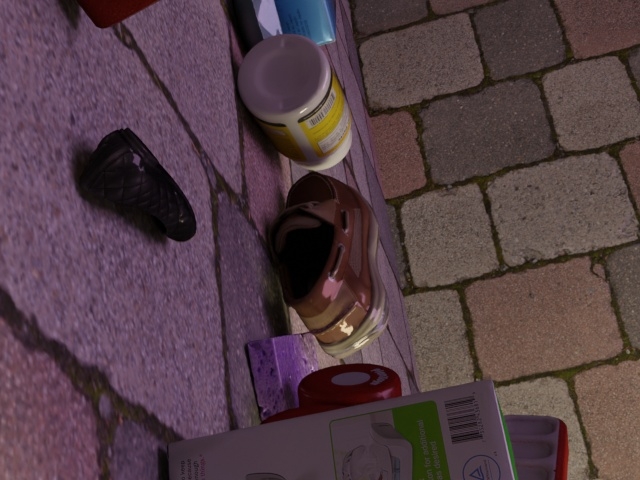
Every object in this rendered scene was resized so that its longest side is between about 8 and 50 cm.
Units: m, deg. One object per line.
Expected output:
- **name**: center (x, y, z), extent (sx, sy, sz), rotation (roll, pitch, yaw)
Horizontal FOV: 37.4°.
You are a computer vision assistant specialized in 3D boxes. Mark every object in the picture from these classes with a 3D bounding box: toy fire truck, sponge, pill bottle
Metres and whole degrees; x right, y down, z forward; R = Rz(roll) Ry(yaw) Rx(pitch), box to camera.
- **toy fire truck**: center (0.091, 0.220, 0.831), extent (0.302, 0.254, 0.169), rotation (-34, 120, -72)
- **sponge**: center (-0.029, 0.159, 1.013), extent (0.210, 0.031, 0.117), rotation (21, 56, -79)
- **pill bottle**: center (-0.025, -0.174, 1.250), extent (0.208, 0.119, 0.119), rotation (53, 25, -69)

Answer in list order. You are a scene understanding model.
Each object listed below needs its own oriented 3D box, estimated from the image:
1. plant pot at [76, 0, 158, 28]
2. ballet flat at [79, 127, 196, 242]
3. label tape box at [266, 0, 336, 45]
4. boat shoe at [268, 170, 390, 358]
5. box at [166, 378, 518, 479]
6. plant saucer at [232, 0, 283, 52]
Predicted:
- **plant pot**: center (-0.114, -0.356, 0.628), extent (0.236, 0.267, 0.267), rotation (46, 29, -46)
- **ballet flat**: center (-0.130, -0.034, 0.690), extent (0.057, 0.049, 0.173), rotation (50, -5, 18)
- **label tape box**: center (-0.057, -0.474, 1.537), extent (0.347, 0.115, 0.249), rotation (-92, 166, -62)
- **boat shoe**: center (0.000, 0.000, 1.155), extent (0.116, 0.123, 0.324), rotation (41, 17, -30)
- **box**: center (0.030, 0.248, 0.609), extent (0.127, 0.231, 0.262), rotation (60, 18, -60)
- **plant saucer**: center (-0.089, -0.308, 1.319), extent (0.195, 0.037, 0.195), rotation (-13, 90, -82)
